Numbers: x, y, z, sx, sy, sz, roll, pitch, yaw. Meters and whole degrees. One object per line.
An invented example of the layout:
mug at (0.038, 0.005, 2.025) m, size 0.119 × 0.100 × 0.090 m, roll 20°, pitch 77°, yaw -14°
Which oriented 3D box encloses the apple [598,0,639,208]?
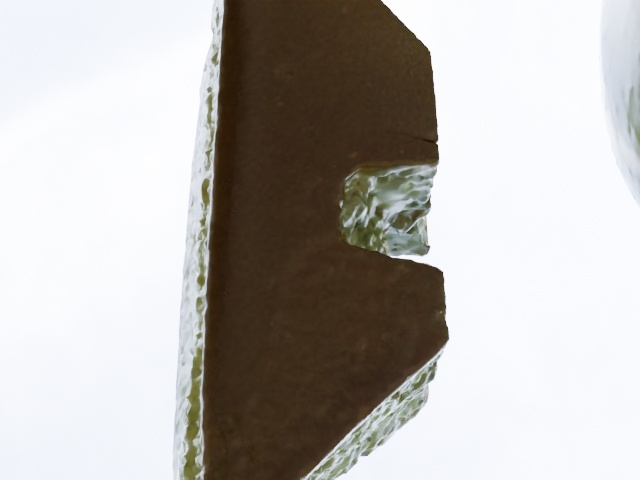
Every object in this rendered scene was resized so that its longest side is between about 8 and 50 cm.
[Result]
apple at (0.196, -0.070, 0.685) m, size 0.200 × 0.200 × 0.200 m, roll 1°, pitch -122°, yaw -2°

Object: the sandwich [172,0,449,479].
sandwich at (0.000, 0.000, 0.588) m, size 0.088 × 0.090 × 0.244 m, roll 5°, pitch -116°, yaw -6°
